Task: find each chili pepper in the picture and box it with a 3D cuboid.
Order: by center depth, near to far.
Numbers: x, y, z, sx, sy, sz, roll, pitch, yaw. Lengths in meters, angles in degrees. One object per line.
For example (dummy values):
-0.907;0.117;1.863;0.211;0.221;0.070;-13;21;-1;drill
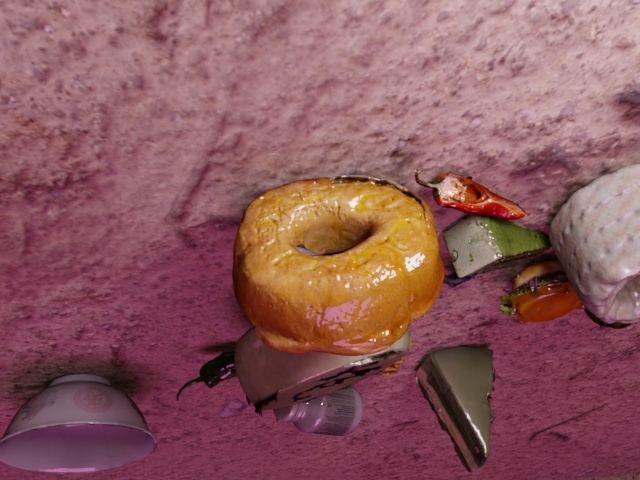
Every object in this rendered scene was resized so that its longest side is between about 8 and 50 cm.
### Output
0.249;-0.073;1.166;0.267;0.059;0.050;12;180;-34;chili pepper
-0.186;0.288;1.578;0.278;0.065;0.122;0;130;-37;chili pepper

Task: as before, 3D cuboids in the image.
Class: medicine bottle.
-0.010;0.420;1.778;0.215;0.135;0.135;17;139;-35;medicine bottle

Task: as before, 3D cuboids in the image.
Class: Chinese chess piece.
0.006;0.219;1.383;0.349;0.147;0.349;-19;163;-6;Chinese chess piece

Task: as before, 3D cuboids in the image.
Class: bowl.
-0.547;0.403;1.590;0.345;0.157;0.346;-7;147;-5;bowl

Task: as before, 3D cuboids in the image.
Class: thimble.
0.568;0.005;1.232;0.291;0.195;0.292;-11;148;-7;thimble

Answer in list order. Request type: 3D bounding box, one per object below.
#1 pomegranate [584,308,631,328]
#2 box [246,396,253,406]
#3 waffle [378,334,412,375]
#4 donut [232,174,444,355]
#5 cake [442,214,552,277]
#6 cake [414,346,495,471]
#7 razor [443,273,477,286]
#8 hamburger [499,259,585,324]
0.643;0.121;1.526;0.161;0.122;0.122;-49;146;-9;pomegranate
-0.102;0.320;1.602;0.115;0.036;0.177;-14;151;-24;box
0.126;0.253;1.630;0.160;0.055;0.211;0;145;-14;waffle
0.021;0.029;1.055;0.317;0.299;0.150;-34;142;-22;donut
0.345;0.030;1.302;0.235;0.099;0.100;17;141;-37;cake
0.325;0.412;1.740;0.172;0.284;0.158;11;145;-1;cake
0.190;0.038;1.314;0.324;0.056;0.093;22;138;-39;razor
0.460;0.102;1.446;0.189;0.093;0.164;-13;145;3;hamburger
